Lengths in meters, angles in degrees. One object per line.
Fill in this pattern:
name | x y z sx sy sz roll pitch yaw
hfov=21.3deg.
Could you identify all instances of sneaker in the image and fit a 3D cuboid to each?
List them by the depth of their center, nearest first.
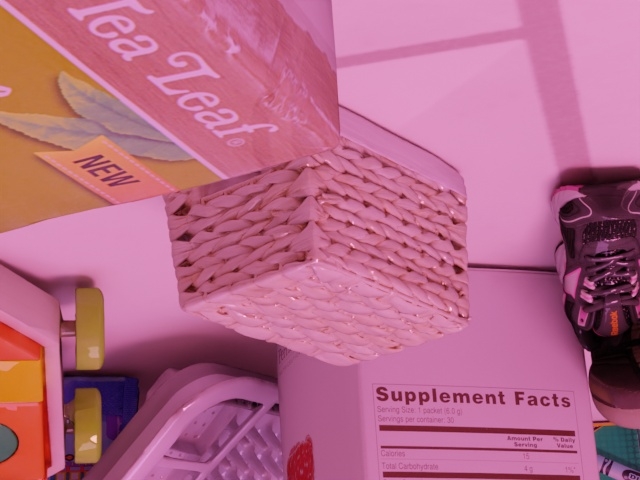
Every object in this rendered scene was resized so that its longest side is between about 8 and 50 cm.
sneaker | 0.187 0.020 1.090 0.072 0.077 0.178 -7 157 8

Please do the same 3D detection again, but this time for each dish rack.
dish rack | -0.089 0.216 1.390 0.285 0.072 0.333 -51 145 12

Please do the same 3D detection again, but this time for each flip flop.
flip flop | 0.246 0.096 1.180 0.112 0.080 0.277 -16 -174 15

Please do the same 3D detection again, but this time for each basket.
basket | 0.000 0.000 0.978 0.113 0.103 0.167 -20 152 33

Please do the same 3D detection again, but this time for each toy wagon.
toy wagon | -0.287 0.127 1.202 0.267 0.068 0.344 0 140 -8

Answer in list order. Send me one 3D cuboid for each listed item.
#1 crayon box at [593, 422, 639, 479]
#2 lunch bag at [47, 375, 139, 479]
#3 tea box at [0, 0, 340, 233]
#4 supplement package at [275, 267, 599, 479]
crayon box | 0.154 0.236 1.610 0.278 0.081 0.165 -2 158 -4
lunch bag | -0.267 0.192 1.404 0.221 0.138 0.293 3 147 -9
tea box | -0.205 -0.143 0.441 0.323 0.220 0.329 -13 156 21
supplement package | 0.080 0.182 1.185 0.175 0.293 0.177 4 157 -18
